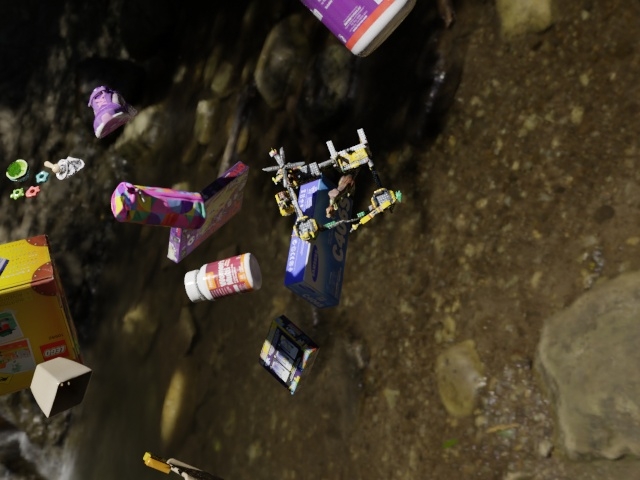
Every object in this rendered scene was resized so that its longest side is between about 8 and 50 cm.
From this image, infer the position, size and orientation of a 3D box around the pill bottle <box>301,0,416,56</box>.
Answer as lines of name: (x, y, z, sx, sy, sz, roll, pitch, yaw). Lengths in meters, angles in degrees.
pill bottle: (0.037, -0.559, 1.526, 0.181, 0.323, 0.181, -46, 4, 4)

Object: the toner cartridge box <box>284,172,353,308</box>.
toner cartridge box: (0.000, 0.000, 2.029, 0.075, 0.165, 0.348, -15, 54, 36)

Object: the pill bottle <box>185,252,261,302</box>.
pill bottle: (-0.307, 0.123, 2.271, 0.221, 0.121, 0.121, -15, 51, 10)

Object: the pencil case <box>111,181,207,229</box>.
pencil case: (-0.393, -0.083, 1.765, 0.104, 0.236, 0.105, -6, 82, 45)

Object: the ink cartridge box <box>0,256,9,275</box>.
ink cartridge box: (-0.809, 0.034, 1.427, 0.065, 0.332, 0.165, -62, 17, 16)

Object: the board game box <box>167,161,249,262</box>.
board game box: (-0.364, -0.096, 2.355, 0.347, 0.056, 0.208, -46, -14, -42)

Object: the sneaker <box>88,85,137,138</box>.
sneaker: (-0.510, -0.315, 1.715, 0.095, 0.105, 0.236, -32, 18, 2)

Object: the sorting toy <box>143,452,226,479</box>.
sorting toy: (-0.331, 0.627, 1.876, 0.229, 0.307, 0.041, -9, 54, 65)

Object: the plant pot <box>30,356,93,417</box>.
plant pot: (-0.643, 0.349, 1.761, 0.096, 0.109, 0.109, 32, 112, 21)

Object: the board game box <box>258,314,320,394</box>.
board game box: (-0.086, 0.306, 1.926, 0.141, 0.048, 0.170, 40, 131, 23)

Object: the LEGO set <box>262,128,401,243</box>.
LEGO set: (0.033, -0.139, 1.841, 0.192, 0.331, 0.255, 44, -146, -81)

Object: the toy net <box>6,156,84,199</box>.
toy net: (-0.822, -0.198, 2.144, 0.045, 0.232, 0.122, 68, -169, -56)

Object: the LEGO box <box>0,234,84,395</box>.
LEGO box: (-0.922, 0.237, 1.896, 0.193, 0.499, 0.373, -124, 27, -45)
